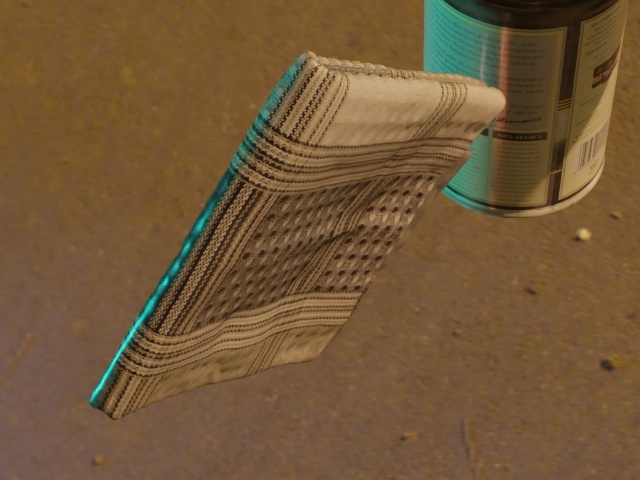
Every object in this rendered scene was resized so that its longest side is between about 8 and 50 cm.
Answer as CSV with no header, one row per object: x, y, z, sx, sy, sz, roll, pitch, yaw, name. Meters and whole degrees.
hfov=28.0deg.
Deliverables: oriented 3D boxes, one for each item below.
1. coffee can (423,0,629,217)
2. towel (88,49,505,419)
0.202,-0.186,1.300,0.201,0.275,0.202,-2,49,2,coffee can
0.000,0.000,0.983,0.056,0.324,0.312,41,112,20,towel
